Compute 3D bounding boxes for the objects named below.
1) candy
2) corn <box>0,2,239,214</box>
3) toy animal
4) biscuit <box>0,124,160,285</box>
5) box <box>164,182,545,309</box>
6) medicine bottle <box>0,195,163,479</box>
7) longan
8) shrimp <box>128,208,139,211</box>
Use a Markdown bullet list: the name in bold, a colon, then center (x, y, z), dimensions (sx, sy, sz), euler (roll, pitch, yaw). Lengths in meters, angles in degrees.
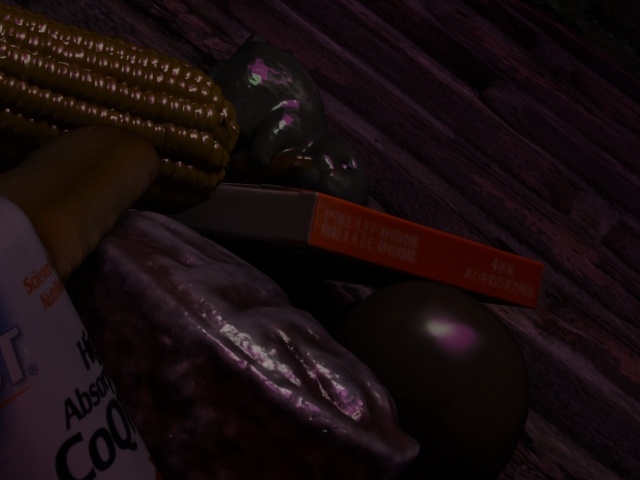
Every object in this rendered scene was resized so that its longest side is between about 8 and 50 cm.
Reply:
- **candy**: center (-0.075, 0.098, 1.326), dimensions (0.289, 0.157, 0.214), euler (38, 5, 23)
- **corn**: center (-0.222, -0.107, 1.417), dimensions (0.344, 0.131, 0.131), euler (16, 28, -30)
- **toy animal**: center (-0.013, -0.073, 1.836), dimensions (0.251, 0.127, 0.125), euler (41, 18, 1)
- **biscuit**: center (-0.240, -0.008, 1.237), dimensions (0.290, 0.237, 0.062), euler (-56, 136, -69)
- **box**: center (0.000, 0.000, 1.613), dimensions (0.265, 0.048, 0.273), euler (6, -6, 46)
- **medicine bottle**: center (-0.192, 0.080, 1.017), dimensions (0.288, 0.157, 0.157), euler (64, 17, -12)
- **longan**: center (0.081, 0.115, 1.518), dimensions (0.189, 0.189, 0.189), euler (31, 21, -14)
- **shrimp**: center (-0.166, -0.003, 1.472), dimensions (0.223, 0.126, 0.047), euler (17, 68, -52)
